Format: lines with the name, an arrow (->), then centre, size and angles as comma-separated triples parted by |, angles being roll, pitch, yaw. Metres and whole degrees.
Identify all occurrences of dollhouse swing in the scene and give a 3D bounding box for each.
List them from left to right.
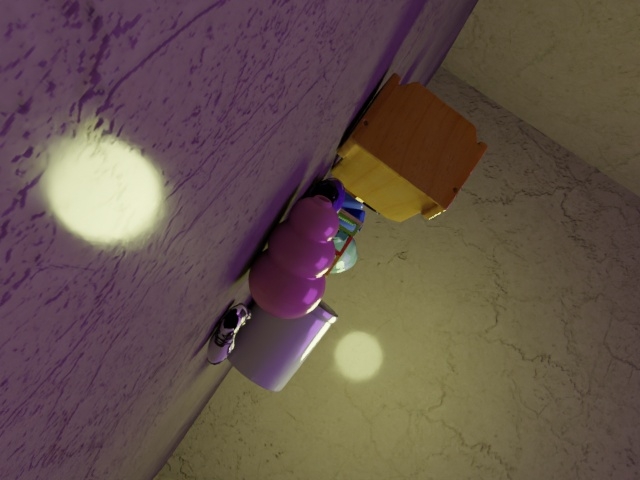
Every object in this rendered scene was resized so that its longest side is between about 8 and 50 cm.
dollhouse swing -> 0.248, -0.260, 1.459 | 0.315, 0.346, 0.305 | -56, -173, -2

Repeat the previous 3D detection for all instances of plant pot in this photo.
plant pot -> 0.065, 0.016, 2.656 | 0.293, 0.292, 0.196 | -53, 151, -42

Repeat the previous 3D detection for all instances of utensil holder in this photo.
utensil holder -> -0.165, 0.371, 1.932 | 0.386, 0.327, 0.327 | -54, 178, 0

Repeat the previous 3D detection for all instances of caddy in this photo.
caddy -> 0.148, -0.178, 2.515 | 0.341, 0.179, 0.242 | -46, 148, -73

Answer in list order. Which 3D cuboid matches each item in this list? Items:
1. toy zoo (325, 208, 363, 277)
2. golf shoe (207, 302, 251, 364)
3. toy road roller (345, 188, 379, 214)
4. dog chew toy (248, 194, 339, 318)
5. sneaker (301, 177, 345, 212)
toy zoo -> 0.000, 0.000, 1.716 | 0.293, 0.192, 0.030 | -56, 178, -17
golf shoe -> -0.282, 0.270, 1.365 | 0.198, 0.077, 0.094 | -62, 167, -3
toy road roller -> 0.188, -0.288, 2.116 | 0.203, 0.240, 0.329 | -56, -145, 10
dog chew toy -> -0.056, 0.037, 1.213 | 0.332, 0.206, 0.206 | -66, 174, 21
sneaker -> 0.018, -0.130, 1.394 | 0.293, 0.102, 0.146 | -53, 176, -48
